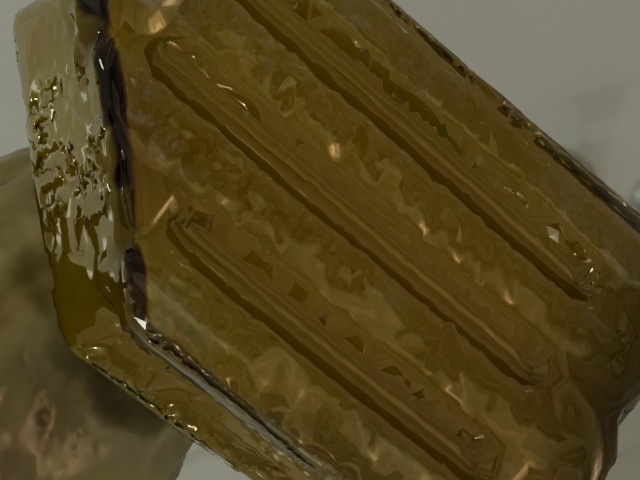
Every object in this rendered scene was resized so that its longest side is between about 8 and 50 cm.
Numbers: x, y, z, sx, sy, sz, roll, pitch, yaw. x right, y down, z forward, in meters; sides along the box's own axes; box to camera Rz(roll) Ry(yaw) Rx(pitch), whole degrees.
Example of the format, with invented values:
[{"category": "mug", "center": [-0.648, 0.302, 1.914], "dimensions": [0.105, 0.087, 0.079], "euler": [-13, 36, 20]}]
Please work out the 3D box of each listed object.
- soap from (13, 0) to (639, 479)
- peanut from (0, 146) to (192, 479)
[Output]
[{"category": "soap", "center": [0.000, 0.000, 0.656], "dimensions": [0.257, 0.160, 0.080], "euler": [39, 154, -19]}, {"category": "peanut", "center": [-0.166, 0.096, 0.703], "dimensions": [0.158, 0.340, 0.174], "euler": [43, 153, 11]}]
